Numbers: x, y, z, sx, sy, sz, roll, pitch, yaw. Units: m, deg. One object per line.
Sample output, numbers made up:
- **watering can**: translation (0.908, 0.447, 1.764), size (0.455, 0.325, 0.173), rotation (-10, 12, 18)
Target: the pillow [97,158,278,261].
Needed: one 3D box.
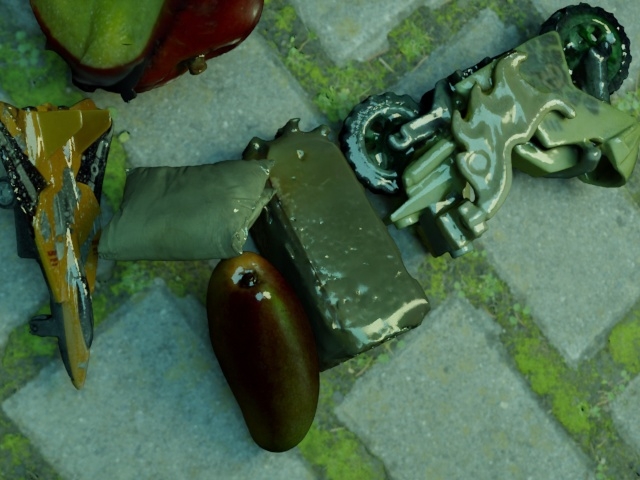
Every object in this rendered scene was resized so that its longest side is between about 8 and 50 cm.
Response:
- **pillow**: translation (-0.141, -0.029, 1.082), size (0.134, 0.181, 0.078), rotation (-69, 148, -49)

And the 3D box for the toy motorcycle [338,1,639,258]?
- **toy motorcycle**: translation (0.231, -0.130, 1.238), size (0.410, 0.169, 0.237), rotation (-25, 87, -13)

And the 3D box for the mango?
- **mango**: translation (-0.063, 0.122, 1.119), size (0.111, 0.133, 0.267), rotation (-29, 124, -29)

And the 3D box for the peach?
- **peach**: translation (-0.193, -0.336, 1.103), size (0.201, 0.258, 0.361), rotation (-12, 73, -60)

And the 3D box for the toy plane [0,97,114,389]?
- **toy plane**: translation (-0.288, 0.005, 1.093), size (0.103, 0.204, 0.316), rotation (8, 101, 23)

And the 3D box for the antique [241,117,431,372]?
- **antique**: translation (0.000, 0.000, 1.176), size (0.125, 0.150, 0.284), rotation (-23, 84, -22)
